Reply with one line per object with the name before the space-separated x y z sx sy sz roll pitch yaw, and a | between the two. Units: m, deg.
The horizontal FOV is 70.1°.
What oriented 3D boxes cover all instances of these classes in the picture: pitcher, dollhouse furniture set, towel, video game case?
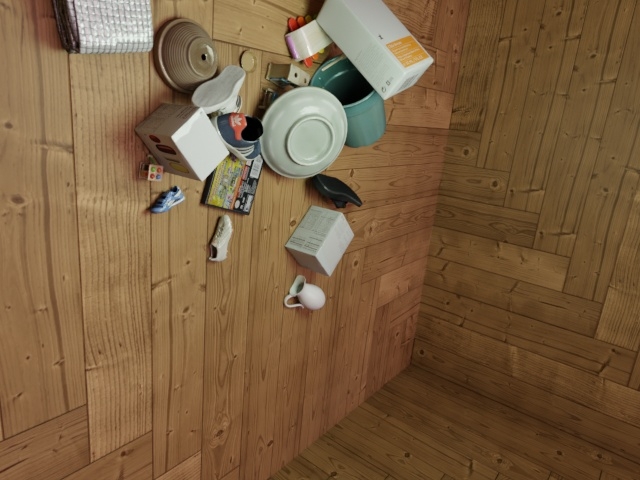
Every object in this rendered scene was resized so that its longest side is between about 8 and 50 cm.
pitcher | -0.083 0.298 2.371 0.178 0.125 0.207 -48 132 0
dollhouse furniture set | -0.148 -0.612 1.872 0.129 0.129 0.184 8 96 -55
towel | -0.600 -0.663 1.244 0.235 0.121 0.284 -26 125 -45
video game case | -0.345 -0.255 1.835 0.248 0.035 0.275 12 94 -55

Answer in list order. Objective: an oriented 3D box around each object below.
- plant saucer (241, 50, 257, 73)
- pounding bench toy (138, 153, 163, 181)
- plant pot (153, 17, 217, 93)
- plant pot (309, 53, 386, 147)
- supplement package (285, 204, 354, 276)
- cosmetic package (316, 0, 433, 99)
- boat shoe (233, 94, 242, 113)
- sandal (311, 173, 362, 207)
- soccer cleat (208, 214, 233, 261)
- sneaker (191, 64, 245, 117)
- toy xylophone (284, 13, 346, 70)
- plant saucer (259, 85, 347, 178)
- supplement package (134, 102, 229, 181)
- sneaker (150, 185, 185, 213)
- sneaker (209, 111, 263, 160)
plant saucer | -0.278 -0.688 1.760 0.083 0.015 0.083 -26 123 -47
pounding bench toy | -0.560 -0.243 1.514 0.052 0.065 0.083 -2 105 -54
plant pot | -0.422 -0.610 1.514 0.237 0.109 0.237 -24 122 -47
plant pot | 0.159 -0.637 2.144 0.341 0.341 0.334 -61 152 -17
supplement package | 0.000 0.000 2.273 0.263 0.198 0.199 -58 143 -21
cosmetic package | 0.224 -0.830 1.884 0.230 0.453 0.161 -37 175 -37
boat shoe | -0.341 -0.493 1.731 0.043 0.049 0.137 23 90 -53
sandal | 0.071 -0.242 2.337 0.107 0.168 0.445 -42 155 21
soccer cleat | -0.403 -0.007 1.833 0.076 0.068 0.196 -5 111 -50
sneaker | -0.358 -0.474 1.586 0.169 0.108 0.292 -60 -179 46
toy xylophone | -0.006 -0.865 1.975 0.322 0.081 0.236 -38 118 -37
plant saucer | -0.054 -0.425 1.887 0.400 0.100 0.401 -14 128 -18
supplement package | -0.455 -0.325 1.505 0.149 0.203 0.194 -54 141 -25
sneaker | -0.542 -0.142 1.597 0.144 0.053 0.059 -48 139 -45
sneaker | -0.262 -0.382 1.675 0.350 0.148 0.131 -6 83 -76
